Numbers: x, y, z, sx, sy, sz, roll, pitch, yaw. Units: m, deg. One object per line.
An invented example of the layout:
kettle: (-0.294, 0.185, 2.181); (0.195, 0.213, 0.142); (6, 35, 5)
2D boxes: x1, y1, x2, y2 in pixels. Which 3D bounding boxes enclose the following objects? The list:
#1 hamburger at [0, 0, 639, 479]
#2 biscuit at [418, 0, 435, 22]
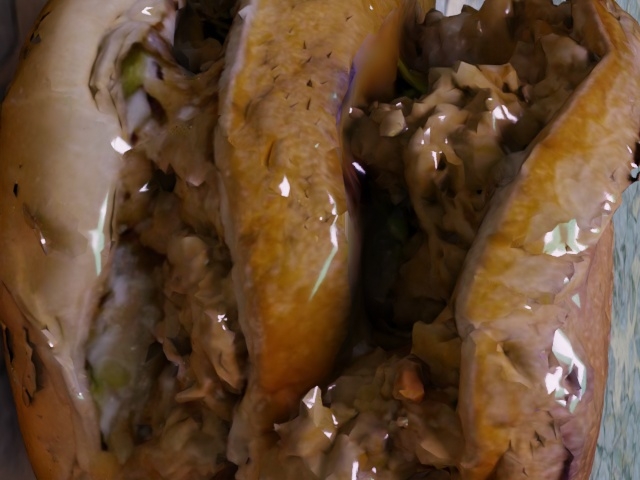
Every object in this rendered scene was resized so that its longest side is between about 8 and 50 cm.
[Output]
hamburger: (0.010, 0.000, 0.661); (0.245, 0.211, 0.261); (-32, 127, -75)
biscuit: (0.012, -0.169, 0.893); (0.257, 0.049, 0.273); (-61, 145, -51)
